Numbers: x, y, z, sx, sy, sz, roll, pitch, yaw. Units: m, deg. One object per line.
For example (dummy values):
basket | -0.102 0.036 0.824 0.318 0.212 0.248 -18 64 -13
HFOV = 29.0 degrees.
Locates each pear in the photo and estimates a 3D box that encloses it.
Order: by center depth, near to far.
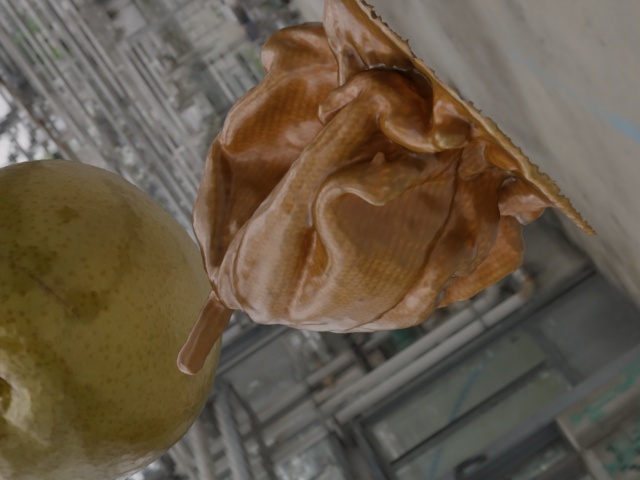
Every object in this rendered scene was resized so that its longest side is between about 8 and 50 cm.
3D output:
pear | -0.235 0.080 1.056 0.314 0.314 0.314 56 -179 -1

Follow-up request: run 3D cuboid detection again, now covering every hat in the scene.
hat | 0.000 0.000 0.705 0.233 0.233 0.244 41 -170 -21
